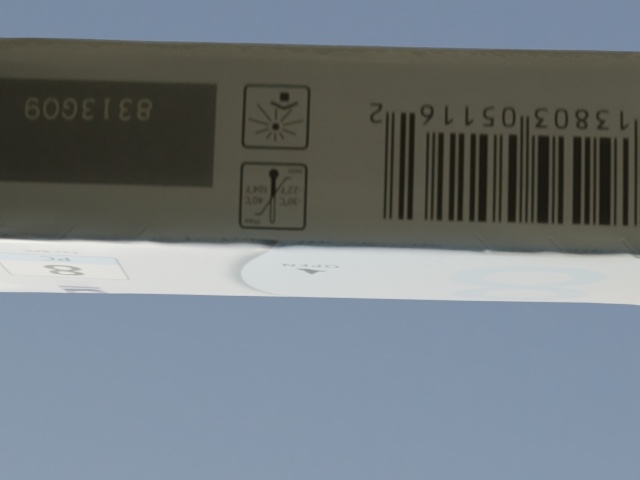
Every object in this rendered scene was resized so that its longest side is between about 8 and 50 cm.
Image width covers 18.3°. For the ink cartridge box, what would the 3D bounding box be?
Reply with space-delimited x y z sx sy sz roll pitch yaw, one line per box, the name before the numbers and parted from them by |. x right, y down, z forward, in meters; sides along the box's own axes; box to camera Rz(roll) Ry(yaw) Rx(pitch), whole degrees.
ink cartridge box | 0.000 0.000 0.934 0.308 0.385 0.091 1 -102 1
